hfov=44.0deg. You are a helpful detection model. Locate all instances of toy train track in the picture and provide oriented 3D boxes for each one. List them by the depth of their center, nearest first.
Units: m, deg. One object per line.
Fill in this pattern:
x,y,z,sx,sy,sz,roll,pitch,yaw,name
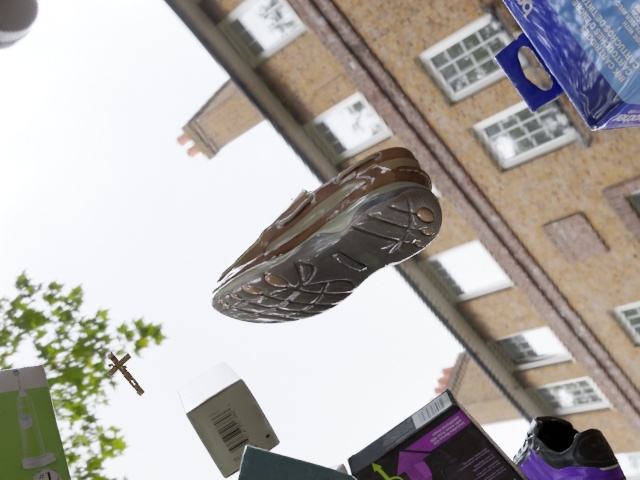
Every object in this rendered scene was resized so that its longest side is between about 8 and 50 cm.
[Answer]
-0.301,0.206,1.218,0.083,0.048,0.014,47,-174,10,toy train track

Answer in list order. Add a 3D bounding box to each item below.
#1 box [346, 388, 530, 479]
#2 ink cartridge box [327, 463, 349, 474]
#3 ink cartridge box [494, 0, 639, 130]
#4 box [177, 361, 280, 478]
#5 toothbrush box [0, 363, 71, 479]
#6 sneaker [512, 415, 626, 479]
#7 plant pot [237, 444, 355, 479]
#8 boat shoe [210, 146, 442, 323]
0.119,0.224,0.731,0.162,0.116,0.029,47,-169,-24,box
-0.043,0.506,1.506,0.140,0.191,0.082,-29,-82,-62,ink cartridge box
0.371,-0.311,0.902,0.151,0.395,0.270,-10,-117,-37,ink cartridge box
-0.187,0.340,1.549,0.121,0.311,0.148,-31,-87,-13,box
-0.463,0.310,1.082,0.206,0.122,0.283,-7,-148,-25,toothbrush box
0.338,0.335,1.178,0.102,0.293,0.146,-7,-106,-26,sneaker
0.004,0.438,0.971,0.247,0.252,0.247,-81,-1,-67,plant pot
0.000,0.000,0.941,0.123,0.324,0.116,36,-143,-40,boat shoe
